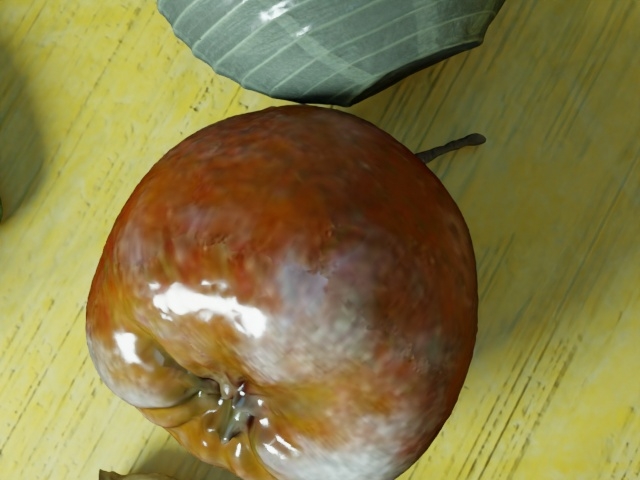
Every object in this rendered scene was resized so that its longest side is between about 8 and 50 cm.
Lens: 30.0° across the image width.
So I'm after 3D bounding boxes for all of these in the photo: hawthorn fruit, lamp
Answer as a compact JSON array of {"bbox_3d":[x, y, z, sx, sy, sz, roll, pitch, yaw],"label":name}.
[{"bbox_3d":[-0.025,0.026,0.733,0.231,0.263,0.235,-40,128,24],"label":"hawthorn fruit"},{"bbox_3d":[0.011,-0.205,0.752,0.265,0.233,0.233,-22,85,-19],"label":"lamp"}]

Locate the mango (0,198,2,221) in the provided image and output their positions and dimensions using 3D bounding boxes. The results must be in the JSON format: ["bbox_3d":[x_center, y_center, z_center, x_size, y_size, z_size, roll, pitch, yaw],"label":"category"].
[{"bbox_3d":[-0.299,-0.059,0.791,0.195,0.092,0.130,34,80,-8],"label":"mango"}]

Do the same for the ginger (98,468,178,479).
[{"bbox_3d":[-0.028,0.333,0.736,0.363,0.122,0.348,22,57,-22],"label":"ginger"}]
